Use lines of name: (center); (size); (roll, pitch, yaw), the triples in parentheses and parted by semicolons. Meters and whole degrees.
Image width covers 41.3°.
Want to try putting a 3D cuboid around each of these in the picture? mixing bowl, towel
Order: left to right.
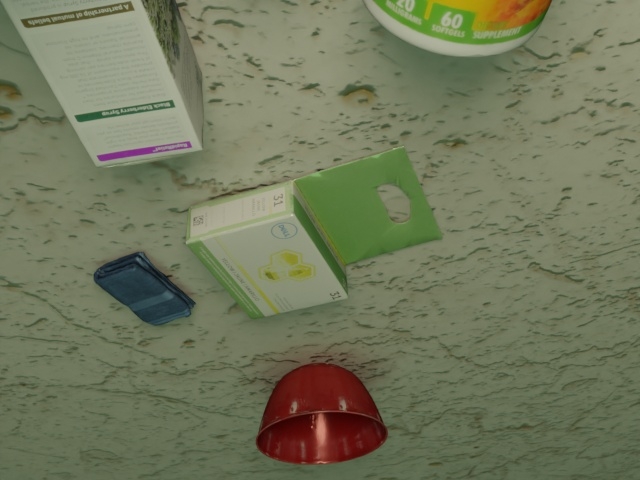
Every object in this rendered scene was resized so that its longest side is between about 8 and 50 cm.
towel: (-0.203, 0.058, 0.981); (0.067, 0.029, 0.119); (-18, 143, 17)
mixing bowl: (-0.002, 0.234, 1.186); (0.182, 0.098, 0.181); (-3, 145, -2)

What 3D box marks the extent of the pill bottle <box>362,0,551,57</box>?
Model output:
pill bottle: (0.106, -0.244, 0.505); (0.137, 0.136, 0.245); (1, 144, -8)

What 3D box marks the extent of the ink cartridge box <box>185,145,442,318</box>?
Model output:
ink cartridge box: (0.000, 0.000, 0.904); (0.235, 0.056, 0.171); (-13, 143, 15)

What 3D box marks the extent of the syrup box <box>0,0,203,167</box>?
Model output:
syrup box: (-0.160, -0.166, 0.621); (0.096, 0.093, 0.236); (-8, 144, 4)
